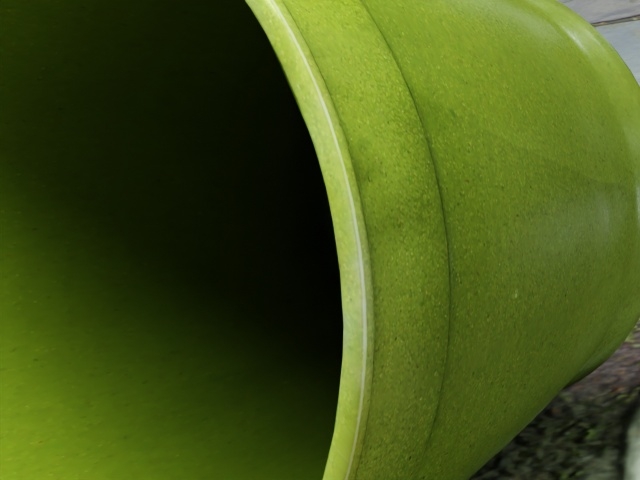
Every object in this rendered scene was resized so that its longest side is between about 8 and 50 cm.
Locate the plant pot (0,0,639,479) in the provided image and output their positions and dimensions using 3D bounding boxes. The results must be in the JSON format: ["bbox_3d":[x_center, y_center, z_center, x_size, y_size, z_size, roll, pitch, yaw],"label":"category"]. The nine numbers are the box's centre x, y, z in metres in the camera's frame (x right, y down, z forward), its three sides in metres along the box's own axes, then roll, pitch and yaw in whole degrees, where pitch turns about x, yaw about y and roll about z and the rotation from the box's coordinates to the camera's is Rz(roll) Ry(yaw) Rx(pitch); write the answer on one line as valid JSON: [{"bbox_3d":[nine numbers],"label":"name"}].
[{"bbox_3d":[-0.014,-0.008,0.907,0.366,0.366,0.353,0,7,40],"label":"plant pot"}]
